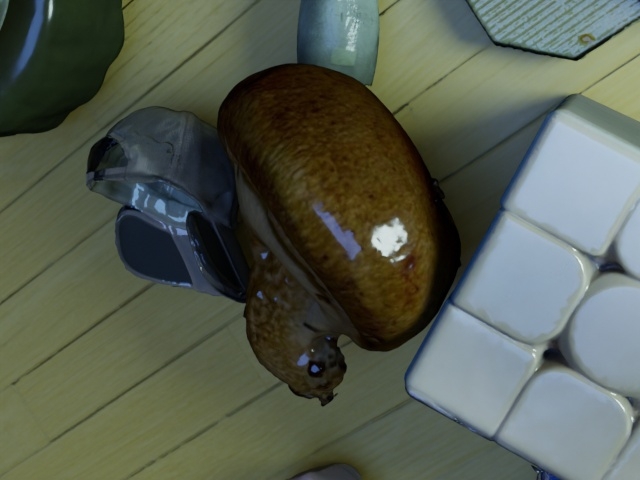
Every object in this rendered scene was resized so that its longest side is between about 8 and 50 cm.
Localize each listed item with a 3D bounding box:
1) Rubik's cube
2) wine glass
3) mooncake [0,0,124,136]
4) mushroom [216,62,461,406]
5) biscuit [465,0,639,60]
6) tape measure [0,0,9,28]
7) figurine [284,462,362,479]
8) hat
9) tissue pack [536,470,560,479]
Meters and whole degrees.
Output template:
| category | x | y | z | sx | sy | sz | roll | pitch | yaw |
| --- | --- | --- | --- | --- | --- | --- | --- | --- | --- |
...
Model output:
| category | x | y | z | sx | sy | sz | roll | pitch | yaw |
| --- | --- | --- | --- | --- | --- | --- | --- | --- | --- |
| Rubik's cube | 0.291 | 0.053 | 0.904 | 0.291 | 0.290 | 0.292 | 28 | 108 | 11 |
| wine glass | 0.021 | -0.303 | 0.932 | 0.096 | 0.264 | 0.310 | 4 | 104 | 1 |
| mooncake | -0.412 | -0.295 | 1.118 | 0.356 | 0.194 | 0.357 | 3 | 99 | 18 |
| mushroom | 0.000 | 0.000 | 0.962 | 0.259 | 0.345 | 0.345 | -38 | 88 | -3 |
| biscuit | 0.212 | -0.297 | 0.981 | 0.150 | 0.052 | 0.252 | -35 | 88 | 26 |
| tape measure | -0.432 | -0.274 | 0.962 | 0.246 | 0.125 | 0.243 | -42 | 91 | 23 |
| figurine | 0.001 | 0.403 | 1.162 | 0.200 | 0.133 | 0.276 | 8 | 104 | 34 |
| hat | -0.150 | -0.032 | 1.108 | 0.232 | 0.161 | 0.275 | 9 | 134 | 58 |
| tissue pack | 0.326 | 0.344 | 1.037 | 0.209 | 0.137 | 0.270 | 12 | 106 | 18 |
